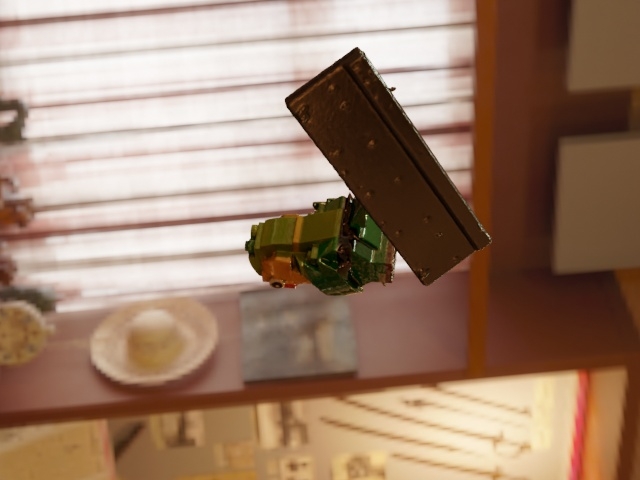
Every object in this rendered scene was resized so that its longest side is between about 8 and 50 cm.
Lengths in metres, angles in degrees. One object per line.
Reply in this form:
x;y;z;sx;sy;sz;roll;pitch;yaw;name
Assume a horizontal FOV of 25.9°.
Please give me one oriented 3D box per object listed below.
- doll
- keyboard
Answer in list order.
0.004;0.005;1.580;0.134;0.186;0.106;45;42;-43;doll
0.079;-0.070;1.445;0.309;0.101;0.018;50;7;-39;keyboard
